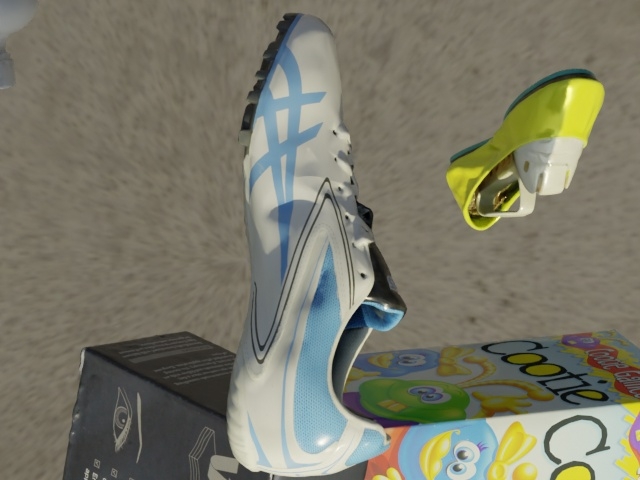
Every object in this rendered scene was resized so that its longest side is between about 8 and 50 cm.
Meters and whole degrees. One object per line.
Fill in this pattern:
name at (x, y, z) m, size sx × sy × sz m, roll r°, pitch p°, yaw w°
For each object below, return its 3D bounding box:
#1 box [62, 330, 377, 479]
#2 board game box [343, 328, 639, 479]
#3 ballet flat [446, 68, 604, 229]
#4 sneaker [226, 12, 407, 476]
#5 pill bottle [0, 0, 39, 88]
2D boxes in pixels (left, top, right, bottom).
box at (-0.067, 0.154, 1.072) m, size 0.158 × 0.093 × 0.156 m, roll 22°, pitch 108°, yaw 36°
board game box at (0.098, 0.157, 1.246) m, size 0.275 × 0.144 × 0.142 m, roll -4°, pitch 107°, yaw -15°
ballet flat at (0.173, -0.066, 1.523) m, size 0.077 × 0.231 × 0.077 m, roll 0°, pitch 73°, yaw -22°
sneaker at (0.000, 0.000, 0.909) m, size 0.086 × 0.085 × 0.237 m, roll 0°, pitch 72°, yaw 3°
pill bottle at (-0.303, -0.249, 1.461) m, size 0.146 × 0.146 × 0.264 m, roll -7°, pitch 99°, yaw -2°
